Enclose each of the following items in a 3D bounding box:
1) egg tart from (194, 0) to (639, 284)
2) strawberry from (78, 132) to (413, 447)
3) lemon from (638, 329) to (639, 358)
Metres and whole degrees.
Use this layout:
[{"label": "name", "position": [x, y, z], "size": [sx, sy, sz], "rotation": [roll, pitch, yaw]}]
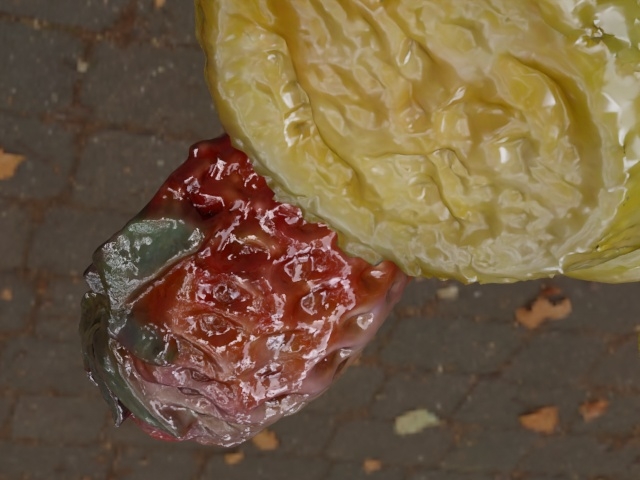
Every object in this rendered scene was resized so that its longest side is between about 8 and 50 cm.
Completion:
[{"label": "egg tart", "position": [0.054, -0.074, 0.479], "size": [0.288, 0.118, 0.288], "rotation": [20, 142, 17]}, {"label": "strawberry", "position": [0.000, 0.000, 0.839], "size": [0.149, 0.336, 0.265], "rotation": [46, 145, 8]}, {"label": "lemon", "position": [0.185, 0.051, 0.629], "size": [0.062, 0.083, 0.062], "rotation": [3, 136, 3]}]
